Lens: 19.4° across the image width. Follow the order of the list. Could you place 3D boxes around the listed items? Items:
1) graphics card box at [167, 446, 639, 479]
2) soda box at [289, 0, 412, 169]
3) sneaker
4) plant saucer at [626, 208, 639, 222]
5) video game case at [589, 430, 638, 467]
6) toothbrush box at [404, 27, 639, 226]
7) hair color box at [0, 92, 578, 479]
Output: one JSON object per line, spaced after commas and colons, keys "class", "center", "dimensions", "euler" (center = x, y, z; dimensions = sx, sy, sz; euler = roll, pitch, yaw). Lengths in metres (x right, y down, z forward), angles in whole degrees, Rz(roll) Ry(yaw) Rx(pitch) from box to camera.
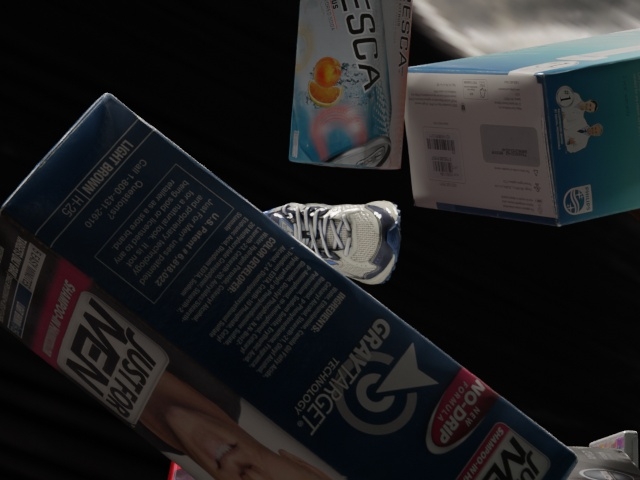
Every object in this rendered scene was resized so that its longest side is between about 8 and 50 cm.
{"class": "graphics card box", "center": [0.066, 0.216, 1.396], "dimensions": [0.233, 0.371, 0.094], "euler": [-104, 17, -83]}
{"class": "soda box", "center": [0.023, -0.140, 1.242], "dimensions": [0.058, 0.063, 0.183], "euler": [4, 92, 27]}
{"class": "sneaker", "center": [0.000, 0.000, 1.157], "dimensions": [0.135, 0.058, 0.052], "euler": [-1, 86, 59]}
{"class": "plant saucer", "center": [0.376, -0.048, 1.945], "dimensions": [0.050, 0.310, 0.310], "euler": [-53, 22, -8]}
{"class": "video game case", "center": [0.301, 0.274, 1.924], "dimensions": [0.157, 0.019, 0.143], "euler": [112, 160, -79]}
{"class": "toothbrush box", "center": [0.248, -0.105, 1.568], "dimensions": [0.216, 0.295, 0.126], "euler": [10, 111, 60]}
{"class": "hair color box", "center": [-0.035, 0.084, 1.122], "dimensions": [0.105, 0.347, 0.174], "euler": [-52, -3, -25]}
